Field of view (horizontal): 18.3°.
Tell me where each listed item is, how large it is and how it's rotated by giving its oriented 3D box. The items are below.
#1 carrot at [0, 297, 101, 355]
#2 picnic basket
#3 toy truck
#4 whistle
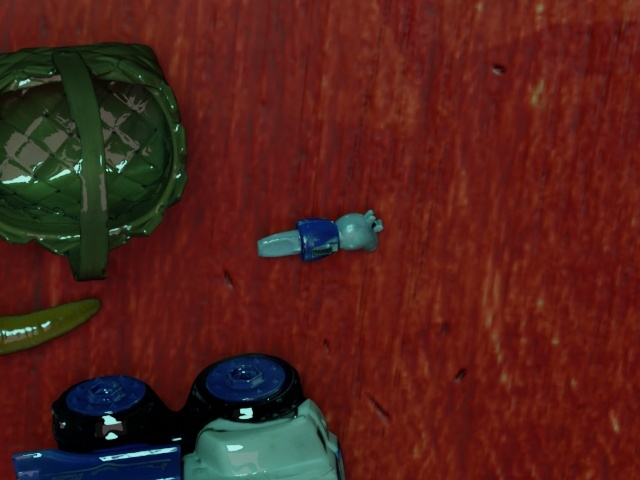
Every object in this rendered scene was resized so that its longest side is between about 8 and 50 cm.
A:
[{"bbox_3d":[-0.212,0.060,1.294,0.142,0.035,0.035,-10,112,-4],"label":"carrot"},{"bbox_3d":[-0.147,-0.048,1.176,0.138,0.178,0.128,-7,117,-8],"label":"picnic basket"},{"bbox_3d":[-0.087,0.182,1.274,0.213,0.177,0.161,-8,110,-1],"label":"toy truck"},{"bbox_3d":[0.000,0.000,1.290,0.083,0.029,0.033,-9,128,-8],"label":"whistle"}]
